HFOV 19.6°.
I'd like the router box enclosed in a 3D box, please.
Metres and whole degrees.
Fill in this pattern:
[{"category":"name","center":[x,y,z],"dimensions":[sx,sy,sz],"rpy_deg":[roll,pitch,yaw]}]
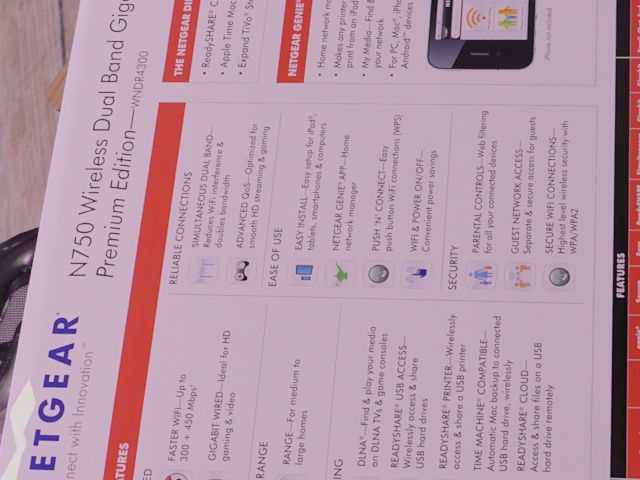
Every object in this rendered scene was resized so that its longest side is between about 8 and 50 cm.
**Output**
[{"category":"router box","center":[0.035,-0.009,0.801],"dimensions":[0.301,0.082,0.336],"rpy_deg":[2,62,9]}]

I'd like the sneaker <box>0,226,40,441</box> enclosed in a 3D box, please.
[{"category":"sneaker","center":[-0.186,0.097,1.165],"dimensions":[0.269,0.101,0.153],"rpy_deg":[-56,33,-1]}]

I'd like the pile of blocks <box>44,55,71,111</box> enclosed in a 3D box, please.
[{"category":"pile of blocks","center":[-0.048,-0.200,1.193],"dimensions":[0.149,0.112,0.362],"rpy_deg":[14,85,41]}]
